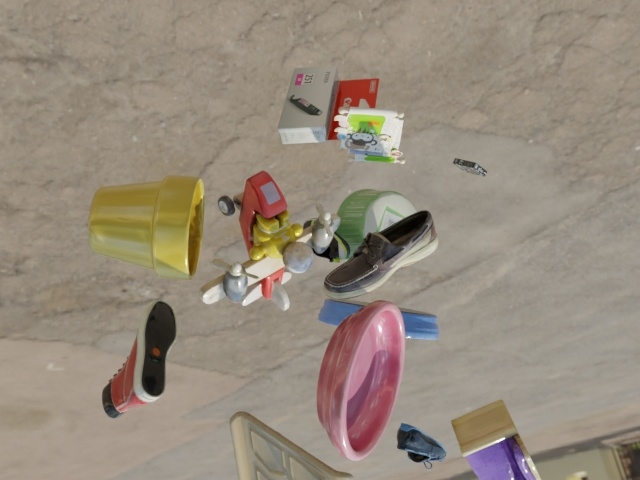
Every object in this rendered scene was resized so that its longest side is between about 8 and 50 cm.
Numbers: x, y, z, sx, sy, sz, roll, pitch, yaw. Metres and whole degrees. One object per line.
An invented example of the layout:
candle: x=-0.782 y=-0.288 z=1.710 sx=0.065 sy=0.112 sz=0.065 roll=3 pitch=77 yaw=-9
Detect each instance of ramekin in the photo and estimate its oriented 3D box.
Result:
ramekin: x=0.211 y=-0.037 z=2.287 sx=0.303 sy=0.303 sz=0.148 roll=8 pitch=175 yaw=-33

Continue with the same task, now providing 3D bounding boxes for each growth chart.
growth chart: x=0.121 y=-0.251 z=1.558 sx=0.172 sy=0.021 sz=0.237 roll=-1 pitch=155 yaw=6

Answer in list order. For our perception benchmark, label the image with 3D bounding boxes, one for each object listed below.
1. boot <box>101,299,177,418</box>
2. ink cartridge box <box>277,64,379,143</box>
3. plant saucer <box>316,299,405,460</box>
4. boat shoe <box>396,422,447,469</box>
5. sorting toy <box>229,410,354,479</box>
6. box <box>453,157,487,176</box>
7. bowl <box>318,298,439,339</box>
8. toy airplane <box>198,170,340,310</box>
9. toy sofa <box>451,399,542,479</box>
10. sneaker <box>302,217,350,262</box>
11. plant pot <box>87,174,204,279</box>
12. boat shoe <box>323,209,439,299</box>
boot: x=-0.403 y=0.256 z=1.406 sx=0.176 sy=0.244 sz=0.088 roll=-31 pitch=130 yaw=32
ink cartridge box: x=0.027 y=-0.373 z=1.744 sx=0.239 sy=0.275 sz=0.060 roll=-1 pitch=139 yaw=14
plant saucer: x=0.084 y=0.284 z=1.353 sx=0.084 sy=0.332 sz=0.332 roll=10 pitch=164 yaw=26
boat shoe: x=0.296 y=0.637 z=1.979 sx=0.109 sy=0.089 sz=0.258 roll=2 pitch=150 yaw=47
sorting toy: x=-0.038 y=0.430 z=1.054 sx=0.041 sy=0.229 sz=0.307 roll=-36 pitch=134 yaw=-43
box: x=0.448 y=-0.219 z=1.938 sx=0.067 sy=0.018 sz=0.083 roll=26 pitch=179 yaw=-40
bowl: x=0.188 y=0.247 z=2.074 sx=0.391 sy=0.077 sz=0.391 roll=8 pitch=177 yaw=0
toy airplane: x=-0.124 y=0.043 z=1.808 sx=0.272 sy=0.386 sz=0.384 roll=22 pitch=175 yaw=42
toy sofa: x=0.481 y=0.604 z=1.663 sx=0.150 sy=0.177 sz=0.362 roll=-25 pitch=119 yaw=9
sneaker: x=0.000 y=0.000 z=2.181 sx=0.097 sy=0.235 sz=0.084 roll=-24 pitch=131 yaw=-32
plant pot: x=-0.415 y=-0.039 z=1.554 sx=0.239 sy=0.254 sz=0.254 roll=6 pitch=153 yaw=-3
boat shoe: x=0.122 y=0.023 z=1.324 sx=0.285 sy=0.103 sz=0.092 roll=-27 pitch=123 yaw=-21
